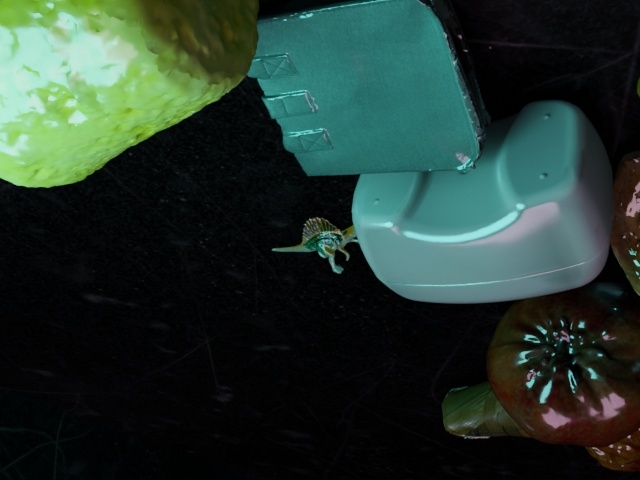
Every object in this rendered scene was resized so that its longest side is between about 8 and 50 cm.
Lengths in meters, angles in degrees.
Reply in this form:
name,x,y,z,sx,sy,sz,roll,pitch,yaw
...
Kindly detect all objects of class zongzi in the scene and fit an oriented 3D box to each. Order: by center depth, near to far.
name,x,y,z,sx,sy,sz,roll,pitch,yaw
zongzi,0.373,0.342,1.761,0.260,0.122,0.289,-5,145,22

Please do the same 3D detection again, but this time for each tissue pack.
name,x,y,z,sx,sy,sz,roll,pitch,yaw
tissue pack,0.229,-0.034,1.108,0.333,0.229,0.236,-8,138,28

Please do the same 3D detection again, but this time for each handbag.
name,x,y,z,sx,sy,sz,roll,pitch,yaw
handbag,0.057,-0.206,1.000,0.274,0.100,0.268,-4,136,30

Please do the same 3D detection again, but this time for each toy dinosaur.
name,x,y,z,sx,sy,sz,roll,pitch,yaw
toy dinosaur,0.000,-0.003,1.416,0.188,0.044,0.106,15,137,17

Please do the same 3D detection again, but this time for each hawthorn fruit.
name,x,y,z,sx,sy,sz,roll,pitch,yaw
hawthorn fruit,0.451,0.217,1.392,0.308,0.308,0.325,-21,146,40

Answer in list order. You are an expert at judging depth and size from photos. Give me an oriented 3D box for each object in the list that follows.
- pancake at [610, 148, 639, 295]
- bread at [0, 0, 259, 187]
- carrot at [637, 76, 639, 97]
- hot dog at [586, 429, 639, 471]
name,x,y,z,sx,sy,sz,roll,pitch,yaw
pancake,0.520,-0.003,1.024,0.071,0.382,0.382,-23,159,-25
bread,-0.249,-0.245,0.838,0.308,0.348,0.348,-13,141,23
carrot,0.412,-0.248,0.876,0.070,0.070,0.260,7,149,6
hot dog,0.685,0.319,1.597,0.267,0.174,0.387,18,138,-16
